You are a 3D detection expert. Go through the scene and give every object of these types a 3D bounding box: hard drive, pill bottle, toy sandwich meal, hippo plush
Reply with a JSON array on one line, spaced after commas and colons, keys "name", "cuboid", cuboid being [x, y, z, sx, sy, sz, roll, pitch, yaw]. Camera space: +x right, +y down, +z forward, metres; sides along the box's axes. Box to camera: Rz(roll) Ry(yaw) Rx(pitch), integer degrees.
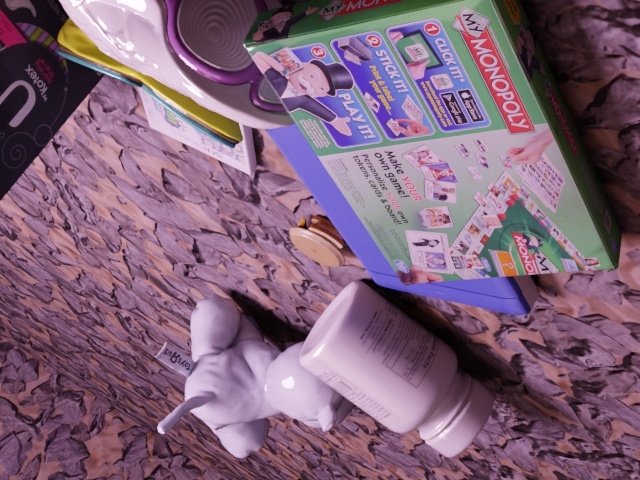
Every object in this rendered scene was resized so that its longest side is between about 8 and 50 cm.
[{"name": "hard drive", "cuboid": [0.072, -0.048, 1.089, 0.210, 0.040, 0.319, 11, 148, 42]}, {"name": "pill bottle", "cuboid": [0.099, 0.166, 1.360, 0.229, 0.131, 0.131, 37, 157, -7]}, {"name": "toy sandwich meal", "cuboid": [0.000, 0.000, 1.296, 0.085, 0.029, 0.085, 28, 161, 10]}, {"name": "hippo plush", "cuboid": [-0.069, 0.180, 1.587, 0.236, 0.235, 0.294, -11, 157, 17]}]

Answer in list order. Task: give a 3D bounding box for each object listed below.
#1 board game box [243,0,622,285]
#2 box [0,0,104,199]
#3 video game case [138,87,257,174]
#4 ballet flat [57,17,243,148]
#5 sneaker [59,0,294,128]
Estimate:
[{"name": "board game box", "cuboid": [0.104, -0.079, 0.909, 0.213, 0.046, 0.317, -6, 138, 30]}, {"name": "box", "cuboid": [-0.390, -0.157, 1.175, 0.143, 0.270, 0.165, 15, 151, 37]}, {"name": "video game case", "cuboid": [-0.140, -0.146, 1.196, 0.143, 0.019, 0.157, 26, 156, 15]}, {"name": "ballet flat", "cuboid": [-0.165, -0.177, 1.096, 0.231, 0.077, 0.077, 30, -175, 15]}, {"name": "sneaker", "cuboid": [-0.131, -0.198, 0.993, 0.305, 0.114, 0.152, 38, 165, 12]}]
